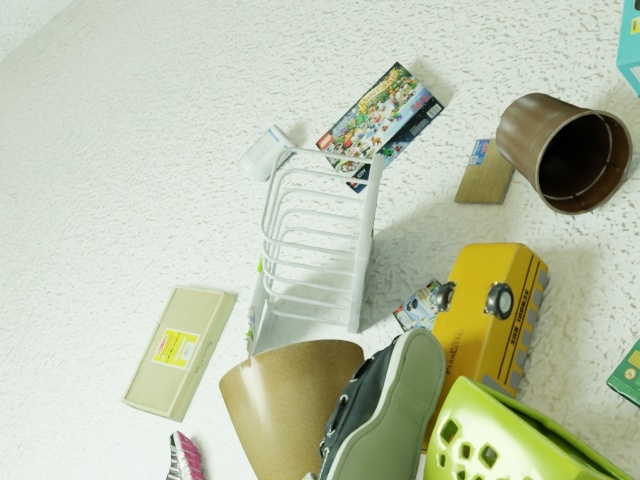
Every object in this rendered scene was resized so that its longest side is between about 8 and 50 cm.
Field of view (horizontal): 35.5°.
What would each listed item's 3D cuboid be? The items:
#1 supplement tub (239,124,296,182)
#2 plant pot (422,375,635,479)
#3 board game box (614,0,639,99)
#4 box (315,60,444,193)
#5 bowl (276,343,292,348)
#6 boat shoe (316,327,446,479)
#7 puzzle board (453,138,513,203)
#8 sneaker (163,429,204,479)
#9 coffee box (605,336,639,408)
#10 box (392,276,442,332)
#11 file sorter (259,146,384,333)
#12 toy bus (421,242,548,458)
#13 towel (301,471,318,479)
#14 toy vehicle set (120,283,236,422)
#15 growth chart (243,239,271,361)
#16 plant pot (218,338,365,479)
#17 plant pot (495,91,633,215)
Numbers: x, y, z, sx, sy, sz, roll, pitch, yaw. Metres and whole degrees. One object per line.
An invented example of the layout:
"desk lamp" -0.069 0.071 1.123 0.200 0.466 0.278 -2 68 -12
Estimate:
"supplement tub" -0.110 -0.182 2.088 0.107 0.071 0.071 -44 40 9
"plant pot" 0.252 0.333 1.252 0.227 0.228 0.207 35 96 50
"board game box" 0.528 -0.320 1.436 0.079 0.254 0.336 -9 56 40
"box" 0.110 -0.220 1.925 0.233 0.044 0.159 -45 41 9
"bowl" -0.065 0.227 1.704 0.142 0.142 0.053 -29 69 27
"boat shoe" 0.058 0.264 1.329 0.113 0.127 0.340 -20 37 46
"puzzle board" 0.288 -0.119 1.708 0.096 0.011 0.128 3 64 46
"sneaker" -0.253 0.419 1.789 0.075 0.063 0.170 -35 47 11
"coffee box" 0.475 0.148 1.309 0.184 0.040 0.113 -53 40 0
"box" 0.182 0.135 1.610 0.094 0.027 0.137 -42 41 11
"file sorter" 0.000 0.000 1.655 0.173 0.278 0.193 9 61 4
"toy bus" 0.228 0.163 1.464 0.108 0.130 0.333 -1 62 42
"towel" -0.013 0.447 1.388 0.187 0.049 0.282 54 146 22
"toy vehicle set" -0.283 0.219 1.986 0.166 0.035 0.267 6 66 46
"growth chart" -0.113 0.122 1.786 0.021 0.237 0.172 12 61 2
"plant pot" -0.017 0.316 1.541 0.237 0.237 0.254 -28 63 27
"plant pot" 0.364 -0.147 1.549 0.167 0.167 0.165 -48 33 6
